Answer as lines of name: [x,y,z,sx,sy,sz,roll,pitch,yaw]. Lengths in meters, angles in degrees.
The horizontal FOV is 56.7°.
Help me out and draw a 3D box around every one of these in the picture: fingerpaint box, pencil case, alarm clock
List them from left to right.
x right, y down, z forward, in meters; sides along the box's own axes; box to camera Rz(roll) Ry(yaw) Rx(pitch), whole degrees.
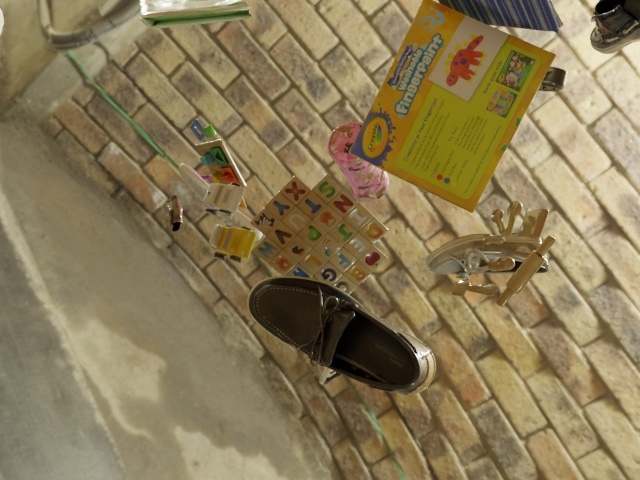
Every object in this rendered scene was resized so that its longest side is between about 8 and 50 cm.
pencil case: [0.143,-0.279,2.163,0.386,0.160,0.167,51,20,-64]
fingerpaint box: [0.342,-0.353,1.597,0.371,0.444,0.163,26,8,7]
alarm clock: [0.671,-0.477,1.767,0.129,0.064,0.192,18,14,42]

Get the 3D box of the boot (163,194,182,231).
boot: [-0.397,-0.064,1.602,0.042,0.118,0.086,-4,67,-22]

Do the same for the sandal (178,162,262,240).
sandal: [-0.379,-0.161,2.312,0.416,0.102,0.169,44,-20,-14]

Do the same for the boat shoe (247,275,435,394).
boat shoe: [0.037,0.220,1.432,0.500,0.186,0.156,25,1,17]

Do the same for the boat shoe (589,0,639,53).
boat shoe: [0.791,-0.601,1.602,0.158,0.127,0.340,23,6,-8]

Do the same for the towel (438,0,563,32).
towel: [0.417,-0.615,1.472,0.336,0.040,0.243,26,-3,41]

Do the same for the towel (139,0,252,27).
towel: [-0.297,-0.556,1.381,0.324,0.248,0.038,-114,-164,-54]

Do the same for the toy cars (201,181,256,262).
toy cars: [-0.295,-0.069,1.758,0.087,0.176,0.393,27,27,-36]

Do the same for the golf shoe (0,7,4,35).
golf shoe: [-0.807,-0.481,1.442,0.077,0.198,0.094,-10,54,-47]

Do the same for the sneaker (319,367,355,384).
sneaker: [0.083,0.456,2.104,0.121,0.216,0.079,25,34,1]

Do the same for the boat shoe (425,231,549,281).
boat shoe: [0.434,0.051,1.543,0.118,0.321,0.103,102,-19,-57]

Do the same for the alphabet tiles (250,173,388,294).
alphabet tiles: [0.000,0.000,1.554,0.342,0.285,0.011,41,14,-20]

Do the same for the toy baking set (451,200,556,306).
toy baking set: [0.358,0.036,1.169,0.030,0.256,0.196,23,19,-19]

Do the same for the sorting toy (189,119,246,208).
sorting toy: [-0.350,-0.250,2.035,0.196,0.047,0.347,5,-52,53]
